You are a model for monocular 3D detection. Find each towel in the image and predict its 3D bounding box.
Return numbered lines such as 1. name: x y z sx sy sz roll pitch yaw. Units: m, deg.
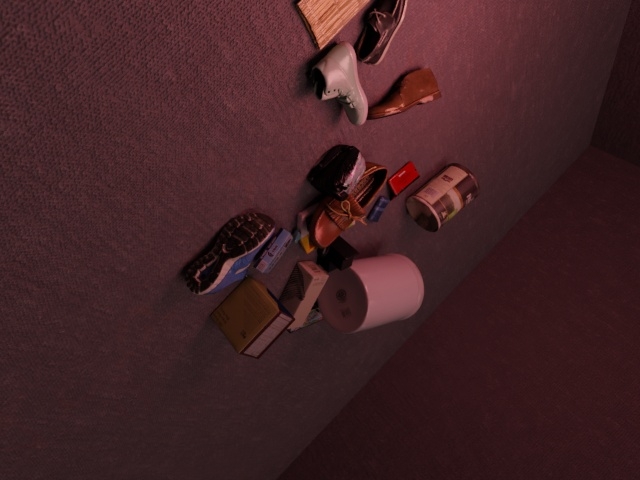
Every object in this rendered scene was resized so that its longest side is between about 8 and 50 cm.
1. towel: 0.250 -0.134 1.823 0.067 0.029 0.119 7 119 -51

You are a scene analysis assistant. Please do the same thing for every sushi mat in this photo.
1. sushi mat: 0.076 -0.652 1.089 0.316 0.019 0.151 -46 146 -4

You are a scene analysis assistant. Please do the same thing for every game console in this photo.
1. game console: 0.345 -0.254 1.823 0.144 0.085 0.124 -41 116 -12

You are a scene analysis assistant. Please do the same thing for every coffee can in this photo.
1. coffee can: 0.564 -0.198 1.961 0.275 0.201 0.201 -39 146 -13

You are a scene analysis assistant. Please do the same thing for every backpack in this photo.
1. backpack: 0.069 -0.232 1.427 0.181 0.152 0.115 -58 154 -8

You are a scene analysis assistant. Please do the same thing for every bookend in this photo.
1. bookend: 0.067 0.073 1.710 0.073 0.157 0.156 -23 139 -33

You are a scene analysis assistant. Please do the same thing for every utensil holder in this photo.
1. utensil holder: 0.221 0.229 1.909 0.386 0.327 0.327 -4 127 -44

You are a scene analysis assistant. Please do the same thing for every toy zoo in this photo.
1. toy zoo: 0.012 -0.070 1.601 0.293 0.030 0.192 -32 140 -23

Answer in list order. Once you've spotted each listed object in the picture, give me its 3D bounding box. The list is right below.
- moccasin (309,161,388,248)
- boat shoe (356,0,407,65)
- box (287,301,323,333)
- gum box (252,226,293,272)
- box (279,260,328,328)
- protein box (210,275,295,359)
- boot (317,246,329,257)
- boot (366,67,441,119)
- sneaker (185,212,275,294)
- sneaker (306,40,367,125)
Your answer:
1. moccasin: 0.105 -0.124 1.495 0.380 0.147 0.139 -45 119 -18
2. boat shoe: 0.171 -0.611 1.184 0.079 0.084 0.232 -10 135 -44
3. box: -0.059 0.348 1.962 0.207 0.036 0.114 -14 135 -41
4. gum box: -0.154 0.039 1.432 0.156 0.041 0.184 -55 177 -5
5. box: -0.084 0.222 1.736 0.094 0.113 0.274 0 123 -49
6. protein box: -0.243 0.278 1.524 0.201 0.200 0.136 -47 147 -2
7. boot: 0.000 0.001 1.585 0.099 0.045 0.121 19 100 -55
8. boot: 0.270 -0.494 1.439 0.306 0.112 0.115 -29 113 -21
9. sneaker: -0.273 0.044 1.346 0.330 0.129 0.147 -43 161 -3
10. sneaker: 0.046 -0.419 1.227 0.151 0.094 0.255 -42 138 -19
